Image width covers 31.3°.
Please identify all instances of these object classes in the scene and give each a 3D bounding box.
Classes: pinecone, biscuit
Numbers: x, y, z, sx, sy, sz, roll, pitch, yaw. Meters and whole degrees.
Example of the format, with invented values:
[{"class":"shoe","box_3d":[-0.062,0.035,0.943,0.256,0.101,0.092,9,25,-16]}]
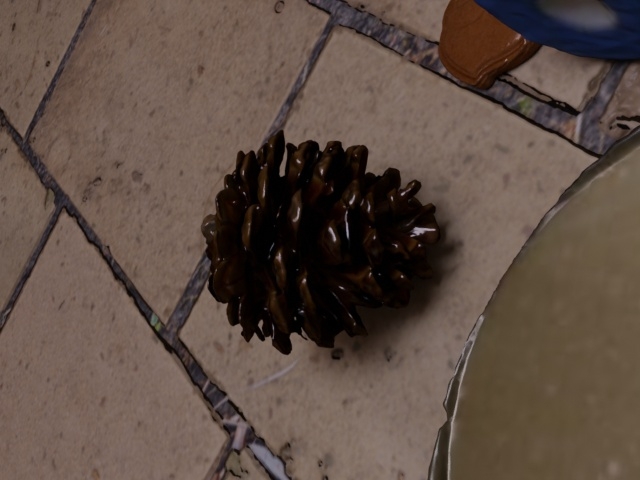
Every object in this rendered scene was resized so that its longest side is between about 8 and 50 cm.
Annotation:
[{"class":"pinecone","box_3d":[0.000,0.000,0.805,0.173,0.173,0.174,-26,54,42]},{"class":"biscuit","box_3d":[0.129,-0.173,0.827,0.102,0.019,0.130,20,90,54]}]

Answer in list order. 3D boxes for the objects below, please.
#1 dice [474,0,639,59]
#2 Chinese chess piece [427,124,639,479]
[{"class":"dice","box_3d":[0.169,-0.200,0.685,0.143,0.146,0.146,13,83,51]},{"class":"Chinese chess piece","box_3d":[0.206,0.100,0.503,0.338,0.140,0.338,-26,53,41]}]
